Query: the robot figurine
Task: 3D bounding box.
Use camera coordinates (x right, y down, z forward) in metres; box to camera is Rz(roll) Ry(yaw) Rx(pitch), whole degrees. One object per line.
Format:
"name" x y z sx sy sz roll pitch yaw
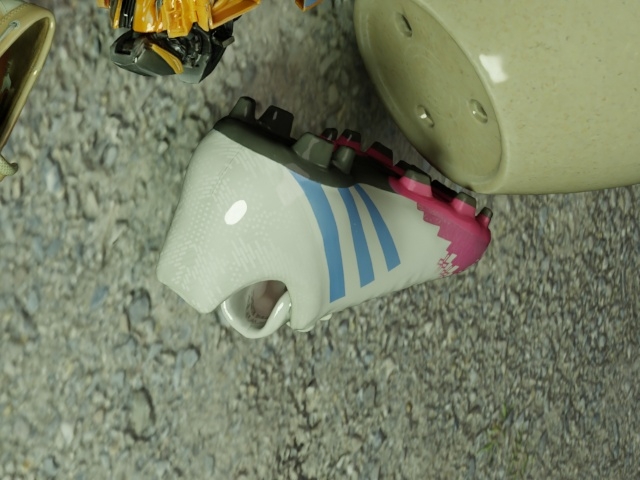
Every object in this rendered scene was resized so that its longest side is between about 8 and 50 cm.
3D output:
"robot figurine" -0.040 -0.217 1.184 0.291 0.085 0.211 -41 132 -47

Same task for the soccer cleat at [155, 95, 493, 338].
"soccer cleat" 0.000 0.000 1.320 0.331 0.116 0.143 15 105 -60

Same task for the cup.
"cup" 0.165 -0.163 1.373 0.237 0.331 0.331 -33 131 -20

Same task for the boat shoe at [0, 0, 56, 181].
"boat shoe" -0.187 -0.041 0.999 0.068 0.072 0.190 38 66 -57
